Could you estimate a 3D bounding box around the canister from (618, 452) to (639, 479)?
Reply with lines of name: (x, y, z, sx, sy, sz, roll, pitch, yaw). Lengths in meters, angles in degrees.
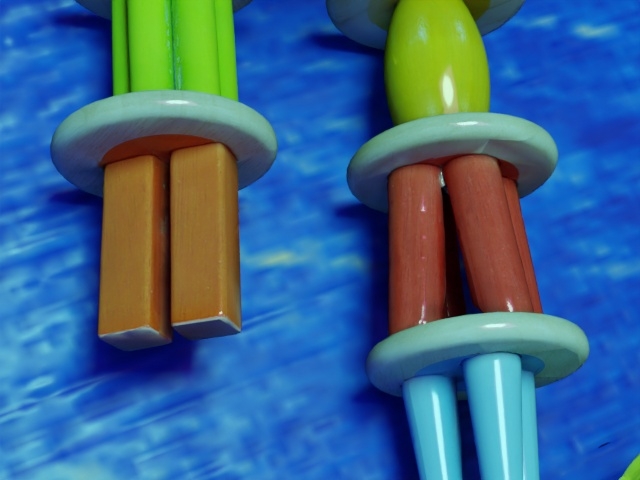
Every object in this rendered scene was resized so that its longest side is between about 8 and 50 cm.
canister: (0.137, 0.116, 0.306, 0.170, 0.126, 0.073, 35, 95, -3)

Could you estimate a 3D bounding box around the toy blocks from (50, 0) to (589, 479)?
toy blocks: (0.000, 0.000, 0.351, 0.123, 0.054, 0.148, 3, 66, -18)
